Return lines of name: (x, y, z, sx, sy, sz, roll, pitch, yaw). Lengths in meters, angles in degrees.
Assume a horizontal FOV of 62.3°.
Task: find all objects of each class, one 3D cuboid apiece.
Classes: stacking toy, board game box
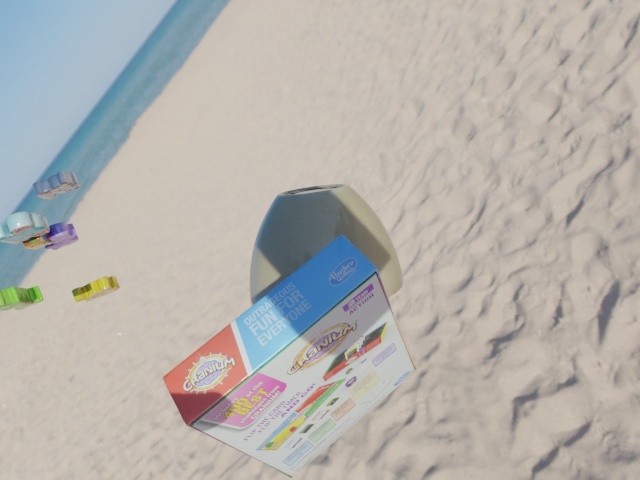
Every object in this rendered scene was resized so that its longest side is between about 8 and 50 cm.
stacking toy: (-0.320, -0.010, 0.612, 0.052, 0.167, 0.221, -24, -4, 0)
board game box: (-0.008, 0.165, 0.658, 0.242, 0.316, 0.064, -38, 55, -8)

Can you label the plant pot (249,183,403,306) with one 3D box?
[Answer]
plant pot: (0.000, 0.000, 0.966, 0.284, 0.191, 0.284, -7, 11, 1)
